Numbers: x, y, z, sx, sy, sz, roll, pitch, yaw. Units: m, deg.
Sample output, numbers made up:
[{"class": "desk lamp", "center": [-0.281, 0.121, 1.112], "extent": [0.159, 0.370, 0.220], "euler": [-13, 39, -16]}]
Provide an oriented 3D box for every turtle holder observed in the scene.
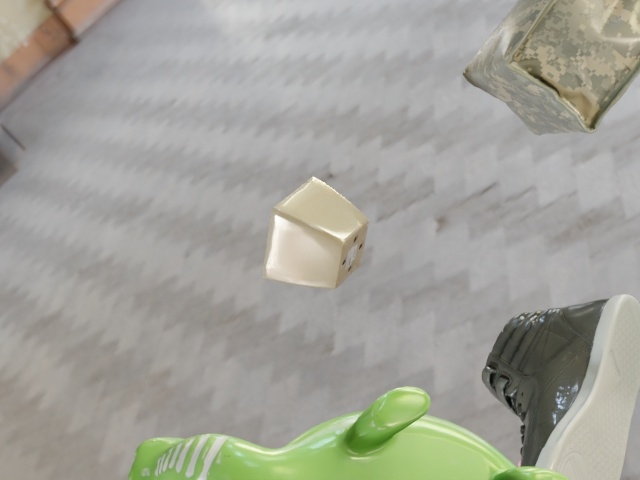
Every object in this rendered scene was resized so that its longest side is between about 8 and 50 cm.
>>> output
[{"class": "turtle holder", "center": [0.020, 0.260, 0.834], "extent": [0.227, 0.320, 0.243], "euler": [127, 142, -57]}]

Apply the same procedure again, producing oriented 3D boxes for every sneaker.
[{"class": "sneaker", "center": [0.226, 0.187, 1.125], "extent": [0.147, 0.104, 0.295], "euler": [-8, 46, 45]}]

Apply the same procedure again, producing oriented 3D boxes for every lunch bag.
[{"class": "lunch bag", "center": [0.341, -0.283, 1.390], "extent": [0.287, 0.169, 0.235], "euler": [-53, 8, 0]}]

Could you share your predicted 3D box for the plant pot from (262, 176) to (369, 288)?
[{"class": "plant pot", "center": [0.000, 0.000, 1.406], "extent": [0.096, 0.109, 0.109], "euler": [23, 36, 19]}]
